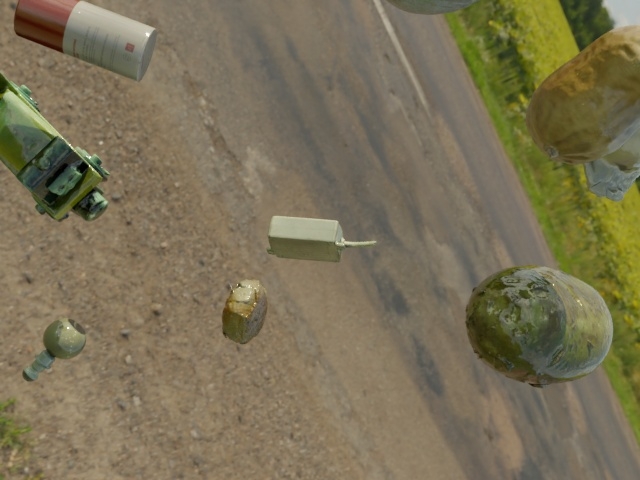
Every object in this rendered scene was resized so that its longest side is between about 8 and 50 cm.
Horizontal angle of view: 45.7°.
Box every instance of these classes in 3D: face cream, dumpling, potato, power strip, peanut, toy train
[{"bbox_3d":[-0.394,-0.351,1.285,0.214,0.096,0.096,20,36,-6],"label":"face cream"},{"bbox_3d":[0.461,-0.158,1.192,0.258,0.147,0.193,29,83,-43],"label":"dumpling"},{"bbox_3d":[0.314,0.120,1.085,0.298,0.141,0.176,9,56,-46],"label":"potato"},{"bbox_3d":[0.000,0.000,1.181,0.075,0.175,0.042,74,24,-61],"label":"power strip"},{"bbox_3d":[0.349,-0.179,0.935,0.129,0.224,0.129,22,46,-24],"label":"peanut"},{"bbox_3d":[-0.575,-0.198,1.463,0.397,0.160,0.253,44,-10,6],"label":"toy train"}]

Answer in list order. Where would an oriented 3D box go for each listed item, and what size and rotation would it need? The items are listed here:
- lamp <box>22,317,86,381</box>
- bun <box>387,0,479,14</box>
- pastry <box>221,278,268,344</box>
[{"bbox_3d":[-0.588,0.245,1.658,0.091,0.163,0.091,45,-1,1],"label":"lamp"},{"bbox_3d":[0.222,-0.587,1.351,0.362,0.362,0.211,47,29,-40],"label":"bun"},{"bbox_3d":[-0.171,0.165,1.749,0.153,0.081,0.153,6,90,-77],"label":"pastry"}]
